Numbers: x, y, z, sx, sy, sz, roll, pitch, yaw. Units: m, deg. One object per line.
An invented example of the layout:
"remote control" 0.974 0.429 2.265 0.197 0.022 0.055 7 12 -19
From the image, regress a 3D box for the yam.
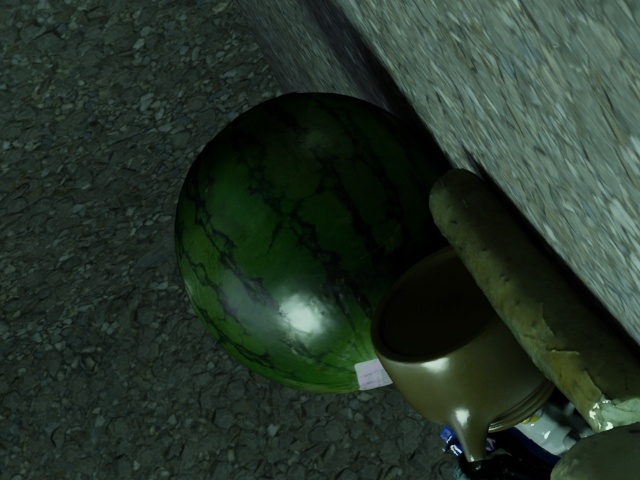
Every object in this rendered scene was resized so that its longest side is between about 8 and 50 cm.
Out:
"yam" 0.200 0.056 1.671 0.083 0.083 0.371 58 179 -40

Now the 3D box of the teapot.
"teapot" 0.170 0.109 1.882 0.175 0.186 0.267 57 -144 -31

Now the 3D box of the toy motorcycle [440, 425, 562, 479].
"toy motorcycle" 0.274 0.268 1.910 0.315 0.113 0.169 22 -156 -6

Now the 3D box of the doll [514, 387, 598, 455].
"doll" 0.248 0.172 2.159 0.145 0.103 0.316 53 -174 -27

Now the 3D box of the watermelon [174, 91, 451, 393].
"watermelon" 0.000 0.000 2.063 0.363 0.363 0.363 56 179 2

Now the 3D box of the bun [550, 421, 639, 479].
"bun" 0.282 0.225 1.354 0.239 0.141 0.239 51 177 4
